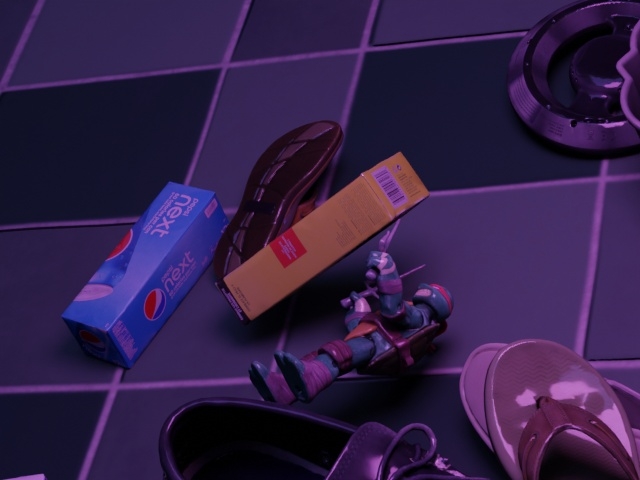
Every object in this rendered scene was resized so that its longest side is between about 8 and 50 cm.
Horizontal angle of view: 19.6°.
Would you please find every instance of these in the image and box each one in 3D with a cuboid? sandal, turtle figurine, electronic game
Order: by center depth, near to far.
[{"bbox_3d":[0.217,0.198,1.529,0.120,0.086,0.302,-10,50,-5],"label":"sandal"},{"bbox_3d":[0.049,0.080,1.787,0.234,0.175,0.118,-33,74,-27],"label":"turtle figurine"},{"bbox_3d":[0.317,-0.184,2.025,0.229,0.048,0.229,-8,51,10],"label":"electronic game"},{"bbox_3d":[-0.041,-0.036,2.044,0.090,0.060,0.219,11,67,40],"label":"sandal"}]

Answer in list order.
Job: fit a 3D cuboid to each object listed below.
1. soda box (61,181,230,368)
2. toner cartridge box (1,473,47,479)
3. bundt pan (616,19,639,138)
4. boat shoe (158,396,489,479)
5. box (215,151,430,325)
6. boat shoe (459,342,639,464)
[{"bbox_3d":[-0.187,0.035,2.027,0.071,0.067,0.210,15,55,35],"label":"soda box"},{"bbox_3d":[-0.343,0.389,1.741,0.165,0.075,0.348,-11,44,13],"label":"toner cartridge box"},{"bbox_3d":[0.468,-0.138,1.847,0.331,0.124,0.331,-11,46,12],"label":"bundt pan"},{"bbox_3d":[0.051,0.258,1.634,0.500,0.156,0.187,16,54,34],"label":"boat shoe"},{"bbox_3d":[0.000,0.000,1.882,0.232,0.058,0.087,-35,-2,37],"label":"box"},{"bbox_3d":[0.264,0.188,1.666,0.335,0.095,0.112,26,96,45],"label":"boat shoe"}]
